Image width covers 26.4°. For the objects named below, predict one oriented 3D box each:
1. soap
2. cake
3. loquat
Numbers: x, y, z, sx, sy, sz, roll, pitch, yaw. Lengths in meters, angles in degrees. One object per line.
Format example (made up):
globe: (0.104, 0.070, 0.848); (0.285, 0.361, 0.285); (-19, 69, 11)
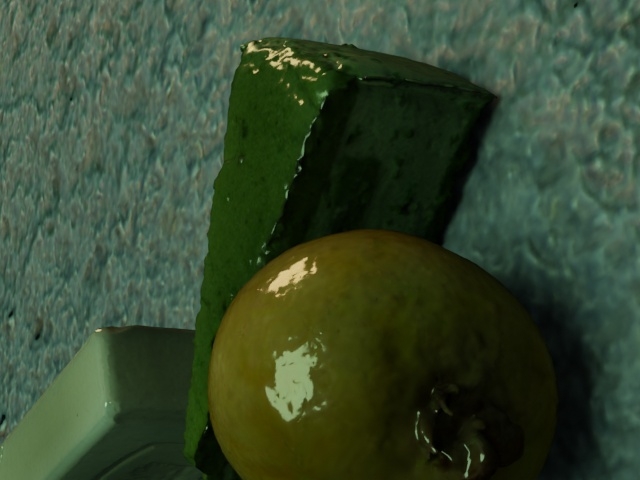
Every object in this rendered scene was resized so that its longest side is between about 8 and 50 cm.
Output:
soap: (-0.109, 0.117, 0.809); (0.183, 0.121, 0.064); (-47, 48, 44)
cake: (-0.010, 0.011, 0.695); (0.099, 0.100, 0.235); (45, 122, 52)
loquat: (0.027, 0.066, 0.589); (0.163, 0.137, 0.163); (37, 155, 21)
